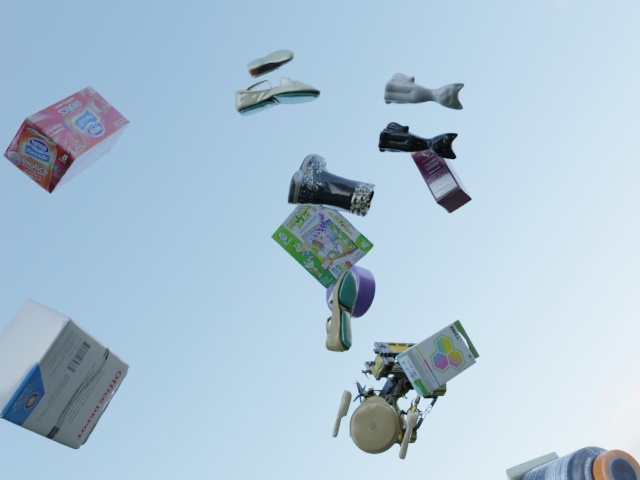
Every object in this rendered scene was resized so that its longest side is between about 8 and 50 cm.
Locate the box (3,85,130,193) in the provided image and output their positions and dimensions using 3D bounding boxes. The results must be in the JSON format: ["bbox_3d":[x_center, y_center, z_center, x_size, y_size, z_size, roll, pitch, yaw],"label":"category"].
[{"bbox_3d":[-0.557,-0.230,1.374,0.122,0.128,0.257,-42,12,28],"label":"box"}]

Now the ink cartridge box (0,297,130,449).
[{"bbox_3d":[-0.743,0.384,1.718,0.286,0.166,0.395,-61,-21,-24],"label":"ink cartridge box"}]

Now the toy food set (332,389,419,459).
[{"bbox_3d":[0.131,0.439,1.462,0.133,0.191,0.038,-71,-25,-17],"label":"toy food set"}]

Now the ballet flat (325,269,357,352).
[{"bbox_3d":[0.047,0.183,1.621,0.080,0.073,0.232,41,-136,-39],"label":"ballet flat"}]

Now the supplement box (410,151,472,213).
[{"bbox_3d":[0.345,-0.183,1.768,0.080,0.188,0.104,-34,-30,19],"label":"supplement box"}]

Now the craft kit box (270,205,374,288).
[{"bbox_3d":[0.000,0.000,1.864,0.061,0.246,0.250,-44,-1,-42],"label":"craft kit box"}]

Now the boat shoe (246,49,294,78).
[{"bbox_3d":[-0.135,-0.488,1.705,0.136,0.049,0.043,-19,-38,4],"label":"boat shoe"}]

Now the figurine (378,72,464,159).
[{"bbox_3d":[0.275,-0.330,1.649,0.092,0.209,0.215,-34,-48,-64],"label":"figurine"}]

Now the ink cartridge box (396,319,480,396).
[{"bbox_3d":[0.295,0.271,1.464,0.209,0.109,0.062,-24,-13,-27],"label":"ink cartridge box"}]

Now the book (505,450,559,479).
[{"bbox_3d":[0.580,0.636,1.673,0.144,0.035,0.096,-21,-56,-4],"label":"book"}]

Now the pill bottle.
[{"bbox_3d":[0.500,0.473,1.173,0.130,0.130,0.246,-26,-21,-31],"label":"pill bottle"}]

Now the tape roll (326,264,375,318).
[{"bbox_3d":[0.107,0.181,2.205,0.080,0.189,0.189,19,-74,-32],"label":"tape roll"}]

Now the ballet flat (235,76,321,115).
[{"bbox_3d":[-0.122,-0.409,1.695,0.248,0.086,0.086,-9,-39,13],"label":"ballet flat"}]

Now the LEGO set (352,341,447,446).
[{"bbox_3d":[0.215,0.467,1.888,0.192,0.255,0.331,6,-49,-25],"label":"LEGO set"}]

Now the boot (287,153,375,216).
[{"bbox_3d":[0.035,-0.122,1.383,0.236,0.178,0.085,-62,-17,-64],"label":"boot"}]
